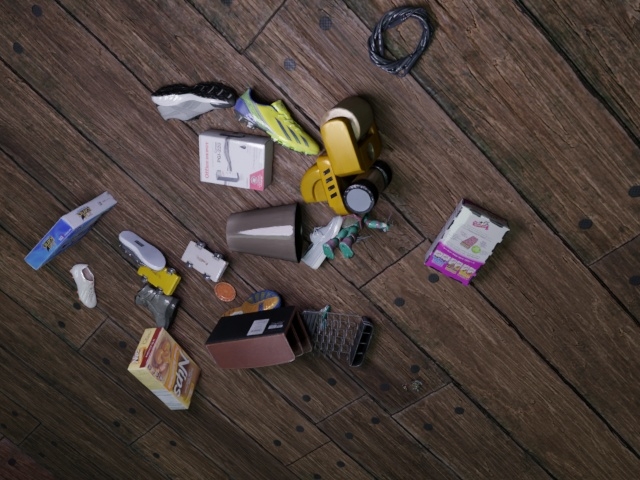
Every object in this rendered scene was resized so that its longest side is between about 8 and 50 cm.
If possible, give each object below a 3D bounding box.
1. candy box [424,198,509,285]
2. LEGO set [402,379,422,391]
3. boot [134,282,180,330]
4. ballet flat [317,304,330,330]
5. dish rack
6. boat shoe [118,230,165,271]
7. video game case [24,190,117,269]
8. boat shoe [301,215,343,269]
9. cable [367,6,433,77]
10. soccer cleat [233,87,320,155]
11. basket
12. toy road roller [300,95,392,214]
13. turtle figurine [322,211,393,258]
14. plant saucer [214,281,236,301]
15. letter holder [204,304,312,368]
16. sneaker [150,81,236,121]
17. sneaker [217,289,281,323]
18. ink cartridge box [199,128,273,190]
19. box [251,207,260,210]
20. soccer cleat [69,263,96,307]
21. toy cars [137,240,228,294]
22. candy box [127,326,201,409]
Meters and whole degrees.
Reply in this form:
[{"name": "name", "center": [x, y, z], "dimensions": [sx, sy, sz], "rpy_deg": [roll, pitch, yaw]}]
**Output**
[{"name": "candy box", "center": [0.450, 0.008, 1.507], "dimensions": [0.159, 0.071, 0.233], "rpy_deg": [28, 120, 0]}, {"name": "LEGO set", "center": [0.351, 0.545, 1.833], "dimensions": [0.083, 0.023, 0.054], "rpy_deg": [-7, 113, 31]}, {"name": "boot", "center": [-0.647, 0.267, 1.887], "dimensions": [0.161, 0.083, 0.246], "rpy_deg": [27, 129, -3]}, {"name": "ballet flat", "center": [0.006, 0.280, 1.774], "dimensions": [0.041, 0.041, 0.114], "rpy_deg": [13, 117, 7]}, {"name": "dish rack", "center": [0.038, 0.347, 1.749], "dimensions": [0.272, 0.074, 0.208], "rpy_deg": [9, 119, -9]}, {"name": "boat shoe", "center": [-0.661, 0.054, 1.778], "dimensions": [0.229, 0.080, 0.076], "rpy_deg": [33, 122, 16]}, {"name": "video game case", "center": [-0.880, -0.038, 1.715], "dimensions": [0.270, 0.244, 0.061], "rpy_deg": [-36, 104, 26]}, {"name": "boat shoe", "center": [0.000, 0.000, 1.610], "dimensions": [0.081, 0.079, 0.227], "rpy_deg": [27, 122, -5]}, {"name": "cable", "center": [0.216, -0.548, 1.309], "dimensions": [0.151, 0.047, 0.184], "rpy_deg": [36, 121, 0]}, {"name": "soccer cleat", "center": [-0.119, -0.355, 1.459], "dimensions": [0.289, 0.093, 0.121], "rpy_deg": [28, 96, -7]}, {"name": "basket", "center": [-0.181, -0.024, 1.588], "dimensions": [0.227, 0.154, 0.204], "rpy_deg": [0, 110, 8]}, {"name": "toy road roller", "center": [0.050, -0.231, 1.420], "dimensions": [0.241, 0.202, 0.329], "rpy_deg": [-5, 117, 28]}, {"name": "turtle figurine", "center": [0.114, -0.034, 1.518], "dimensions": [0.118, 0.234, 0.175], "rpy_deg": [52, 144, -6]}, {"name": "plant saucer", "center": [-0.360, 0.193, 1.833], "dimensions": [0.084, 0.013, 0.083], "rpy_deg": [6, 117, 12]}, {"name": "letter holder", "center": [-0.206, 0.375, 1.689], "dimensions": [0.302, 0.152, 0.214], "rpy_deg": [-11, 117, 19]}, {"name": "sneaker", "center": [-0.383, -0.422, 1.495], "dimensions": [0.272, 0.100, 0.107], "rpy_deg": [3, 131, 16]}, {"name": "sneaker", "center": [-0.245, 0.288, 1.817], "dimensions": [0.297, 0.111, 0.131], "rpy_deg": [-28, 123, 27]}, {"name": "ink cartridge box", "center": [-0.269, -0.258, 1.542], "dimensions": [0.218, 0.092, 0.158], "rpy_deg": [11, 118, 11]}, {"name": "box", "center": [-0.222, -0.065, 1.667], "dimensions": [0.067, 0.018, 0.083], "rpy_deg": [-23, 108, 23]}, {"name": "soccer cleat", "center": [-0.938, 0.185, 1.945], "dimensions": [0.076, 0.068, 0.196], "rpy_deg": [-7, 111, 14]}, {"name": "toy cars", "center": [-0.494, 0.106, 1.776], "dimensions": [0.394, 0.087, 0.176], "rpy_deg": [-16, 71, 21]}, {"name": "candy box", "center": [-0.604, 0.508, 1.904], "dimensions": [0.088, 0.182, 0.316], "rpy_deg": [-9, 133, 19]}]
